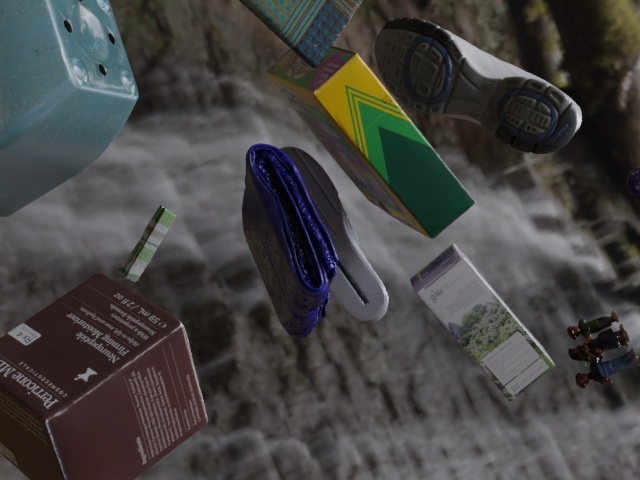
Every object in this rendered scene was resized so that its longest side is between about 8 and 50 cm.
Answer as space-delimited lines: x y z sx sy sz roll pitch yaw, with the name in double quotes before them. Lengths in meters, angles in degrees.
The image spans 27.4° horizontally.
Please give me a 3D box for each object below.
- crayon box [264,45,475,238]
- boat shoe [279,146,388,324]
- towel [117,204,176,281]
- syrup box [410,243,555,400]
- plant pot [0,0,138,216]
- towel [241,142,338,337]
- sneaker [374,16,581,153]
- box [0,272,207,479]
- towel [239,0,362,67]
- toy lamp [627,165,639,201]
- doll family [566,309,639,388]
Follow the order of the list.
"crayon box" 0.073 -0.180 2.193 0.313 0.106 0.363 50 -4 -19
"boat shoe" 0.000 0.000 2.247 0.335 0.121 0.119 62 -7 4
"towel" -0.327 0.006 2.472 0.023 0.152 0.113 30 -4 6
"syrup box" 0.251 0.126 2.042 0.237 0.093 0.096 49 7 -11
"plant pot" -0.359 -0.187 1.494 0.247 0.252 0.248 2 68 -69
"towel" -0.043 0.005 1.883 0.308 0.076 0.228 108 -39 -72
"sneaker" 0.202 -0.195 1.688 0.297 0.111 0.129 32 17 19
"box" -0.270 0.179 1.545 0.168 0.203 0.167 26 -41 37
"towel" -0.060 -0.471 1.925 0.370 0.271 0.040 41 -12 -32
"toy lamp" 0.527 -0.149 1.820 0.080 0.080 0.275 63 -34 25
"doll family" 0.485 0.193 2.294 0.193 0.111 0.076 -83 153 -77
